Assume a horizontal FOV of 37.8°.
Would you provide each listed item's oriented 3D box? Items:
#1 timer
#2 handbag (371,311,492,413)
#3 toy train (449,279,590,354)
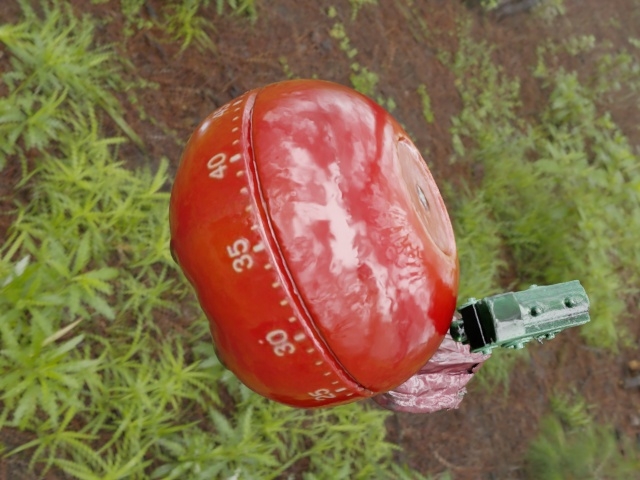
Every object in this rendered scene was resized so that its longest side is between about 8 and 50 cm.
[{"bbox_3d":[0.000,0.000,1.081,0.378,0.279,0.378,56,22,-37],"label":"timer"},{"bbox_3d":[0.155,0.186,1.471,0.225,0.135,0.146,6,31,-49],"label":"handbag"},{"bbox_3d":[0.236,0.087,1.081,0.170,0.111,0.071,-10,79,-23],"label":"toy train"}]
